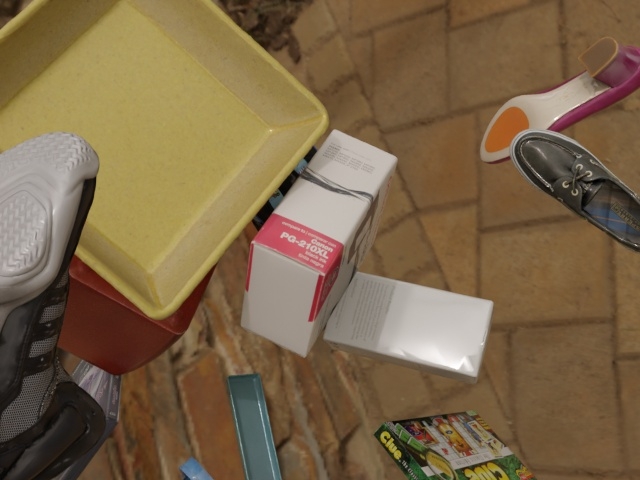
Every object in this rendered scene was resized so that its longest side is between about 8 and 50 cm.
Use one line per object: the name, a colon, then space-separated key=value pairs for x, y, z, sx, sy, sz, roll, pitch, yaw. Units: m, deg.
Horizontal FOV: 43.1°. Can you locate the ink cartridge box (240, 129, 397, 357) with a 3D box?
ink cartridge box: x=0.000 y=0.000 z=1.039 sx=0.100 sy=0.237 sz=0.172 roll=24 pitch=138 yaw=10

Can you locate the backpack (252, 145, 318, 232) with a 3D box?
backpack: x=-0.063 y=-0.092 z=1.274 sx=0.158 sy=0.173 sz=0.117 roll=-45 pitch=32 yaw=-8

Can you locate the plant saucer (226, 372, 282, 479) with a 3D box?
plant saucer: x=-0.109 y=0.310 z=1.301 sx=0.018 sy=0.067 sz=0.192 roll=-30 pitch=66 yaw=42

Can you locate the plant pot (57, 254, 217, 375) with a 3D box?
plant pot: x=-0.278 y=0.016 z=1.110 sx=0.235 sy=0.267 sz=0.267 roll=-9 pitch=53 yaw=52

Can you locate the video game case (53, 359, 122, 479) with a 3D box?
video game case: x=-0.385 y=0.263 z=1.366 sx=0.196 sy=0.026 sz=0.274 roll=-52 pitch=26 yaw=24

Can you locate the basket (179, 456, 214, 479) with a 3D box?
basket: x=-0.113 y=0.457 z=1.237 sx=0.289 sy=0.255 sz=0.201 roll=42 pitch=70 yaw=7

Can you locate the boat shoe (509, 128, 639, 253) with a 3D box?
boat shoe: x=0.210 y=-0.041 z=0.631 sx=0.142 sy=0.040 sz=0.049 roll=37 pitch=101 yaw=8

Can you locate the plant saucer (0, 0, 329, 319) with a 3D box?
plant saucer: x=-0.209 y=-0.131 z=0.922 sx=0.333 sy=0.333 sz=0.081 roll=-52 pitch=11 yaw=-23

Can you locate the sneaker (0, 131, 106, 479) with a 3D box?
sneaker: x=-0.209 y=0.065 z=0.571 sx=0.101 sy=0.153 sz=0.268 roll=14 pitch=72 yaw=29

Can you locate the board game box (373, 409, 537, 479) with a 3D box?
board game box: x=0.184 y=0.288 z=1.068 sx=0.030 sy=0.259 sz=0.136 roll=-51 pitch=59 yaw=19

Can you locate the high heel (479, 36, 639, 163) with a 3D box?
high heel: x=0.330 y=-0.174 z=1.092 sx=0.244 sy=0.117 sz=0.082 roll=-46 pitch=50 yaw=32

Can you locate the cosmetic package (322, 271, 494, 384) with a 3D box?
cosmetic package: x=0.131 y=0.127 z=1.200 sx=0.231 sy=0.085 sz=0.117 roll=14 pitch=75 yaw=15
